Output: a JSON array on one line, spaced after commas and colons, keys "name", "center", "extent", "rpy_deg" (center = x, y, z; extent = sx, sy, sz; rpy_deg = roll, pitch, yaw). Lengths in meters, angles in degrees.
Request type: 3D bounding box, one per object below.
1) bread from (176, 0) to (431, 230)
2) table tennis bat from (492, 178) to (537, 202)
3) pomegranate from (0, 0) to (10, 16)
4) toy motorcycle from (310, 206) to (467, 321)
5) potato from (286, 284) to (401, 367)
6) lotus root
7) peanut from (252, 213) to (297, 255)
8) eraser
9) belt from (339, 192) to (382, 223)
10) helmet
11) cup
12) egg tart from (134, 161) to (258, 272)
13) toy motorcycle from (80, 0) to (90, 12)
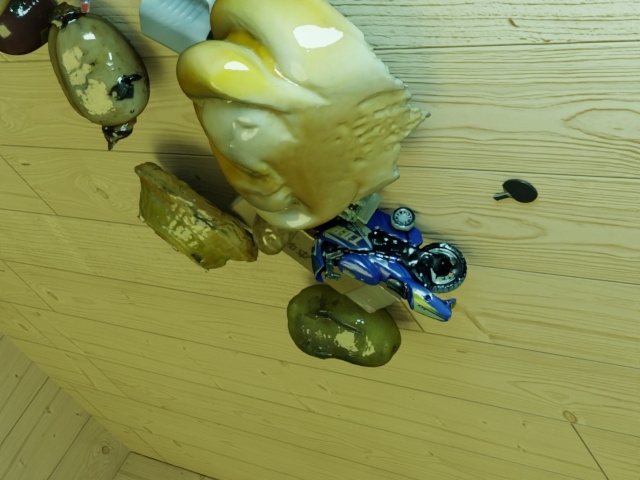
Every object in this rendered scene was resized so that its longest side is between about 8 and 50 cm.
[{"name": "bread", "center": [-0.030, -0.174, 1.670], "extent": [0.329, 0.245, 0.424], "rpy_deg": [22, 158, 20]}, {"name": "table tennis bat", "center": [0.290, -0.071, 1.779], "extent": [0.050, 0.007, 0.083], "rpy_deg": [41, 152, -20]}, {"name": "pomegranate", "center": [-0.587, -0.429, 1.858], "extent": [0.252, 0.229, 0.270], "rpy_deg": [62, -173, 25]}, {"name": "toy motorcycle", "center": [0.094, 0.029, 1.994], "extent": [0.315, 0.169, 0.113], "rpy_deg": [27, 153, 13]}, {"name": "potato", "center": [0.041, 0.171, 2.341], "extent": [0.248, 0.143, 0.169], "rpy_deg": [17, 162, 28]}, {"name": "lotus root", "center": [-0.366, -0.283, 1.989], "extent": [0.154, 0.140, 0.257], "rpy_deg": [25, 147, 46]}, {"name": "peanut", "center": [-0.070, -0.069, 2.015], "extent": [0.089, 0.089, 0.192], "rpy_deg": [13, 105, 35]}, {"name": "eraser", "center": [0.000, 0.000, 2.154], "extent": [0.343, 0.078, 0.144], "rpy_deg": [36, 156, -9]}, {"name": "belt", "center": [-0.028, -0.140, 1.937], "extent": [0.302, 0.072, 0.087], "rpy_deg": [37, 150, -9]}, {"name": "helmet", "center": [-0.536, -0.376, 2.054], "extent": [0.155, 0.106, 0.175], "rpy_deg": [36, 159, -8]}, {"name": "cup", "center": [-0.192, -0.333, 1.750], "extent": [0.129, 0.095, 0.128], "rpy_deg": [27, 152, 13]}, {"name": "egg tart", "center": [-0.248, -0.035, 2.247], "extent": [0.290, 0.115, 0.290], "rpy_deg": [36, 174, 4]}, {"name": "toy motorcycle", "center": [-0.395, -0.453, 1.722], "extent": [0.272, 0.123, 0.182], "rpy_deg": [26, 139, 8]}]
